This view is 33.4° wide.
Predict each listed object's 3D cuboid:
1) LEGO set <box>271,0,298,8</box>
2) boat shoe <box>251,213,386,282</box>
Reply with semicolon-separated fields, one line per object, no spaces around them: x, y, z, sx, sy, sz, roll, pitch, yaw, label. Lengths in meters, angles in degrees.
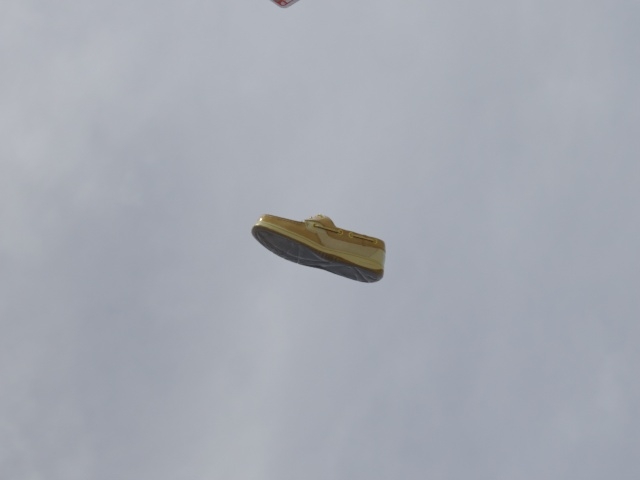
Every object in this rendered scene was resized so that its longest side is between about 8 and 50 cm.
-0.004;-0.265;0.708;0.182;0.244;0.060;26;-125;-38;LEGO set
0.000;0.000;1.034;0.135;0.050;0.045;21;-117;-11;boat shoe
